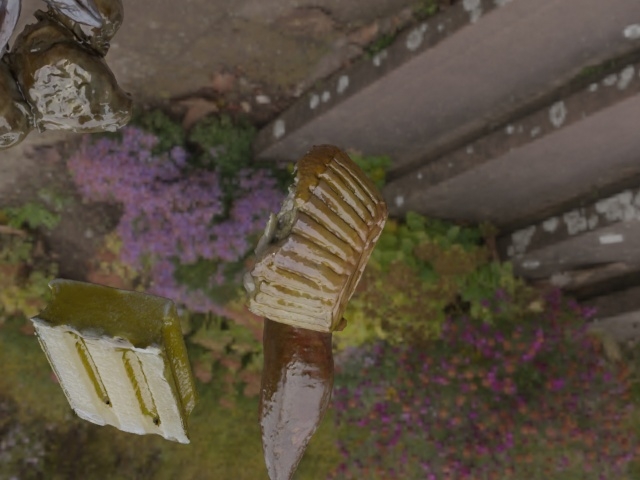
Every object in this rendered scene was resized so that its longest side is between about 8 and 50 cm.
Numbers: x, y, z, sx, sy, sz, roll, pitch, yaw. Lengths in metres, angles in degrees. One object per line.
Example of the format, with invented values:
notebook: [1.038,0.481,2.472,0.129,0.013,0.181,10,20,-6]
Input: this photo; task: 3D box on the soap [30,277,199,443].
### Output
soap: [-0.294,0.186,1.452,0.199,0.091,0.315,11,146,11]

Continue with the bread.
bread: [0.000,0.000,1.384,0.149,0.274,0.274,21,165,9]

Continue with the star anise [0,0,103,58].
star anise: [-0.335,-0.319,1.034,0.198,0.258,0.110,-27,-146,-37]

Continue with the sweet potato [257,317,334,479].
sweet potato: [-0.039,0.245,1.567,0.131,0.337,0.131,3,178,0]

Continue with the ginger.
ginger: [-0.445,-0.242,1.451,0.375,0.256,0.176,-28,-166,-11]
